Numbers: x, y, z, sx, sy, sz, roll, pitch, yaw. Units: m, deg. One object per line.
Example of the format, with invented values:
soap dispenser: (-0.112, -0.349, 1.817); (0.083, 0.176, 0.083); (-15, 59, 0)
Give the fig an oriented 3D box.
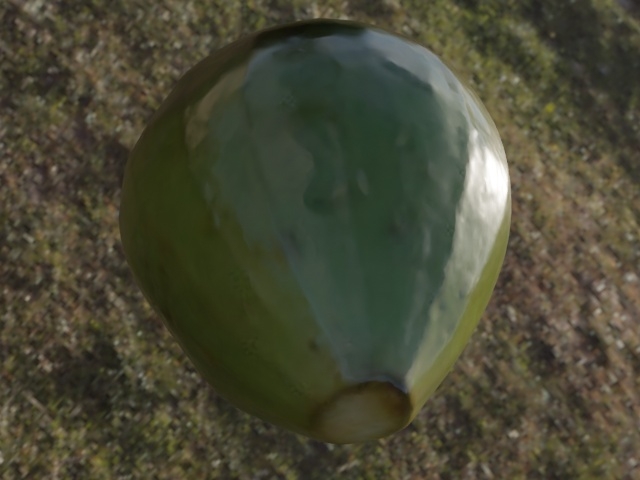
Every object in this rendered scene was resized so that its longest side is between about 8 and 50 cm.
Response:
fig: (-0.008, -0.007, 0.611); (0.207, 0.207, 0.230); (41, 37, -7)
